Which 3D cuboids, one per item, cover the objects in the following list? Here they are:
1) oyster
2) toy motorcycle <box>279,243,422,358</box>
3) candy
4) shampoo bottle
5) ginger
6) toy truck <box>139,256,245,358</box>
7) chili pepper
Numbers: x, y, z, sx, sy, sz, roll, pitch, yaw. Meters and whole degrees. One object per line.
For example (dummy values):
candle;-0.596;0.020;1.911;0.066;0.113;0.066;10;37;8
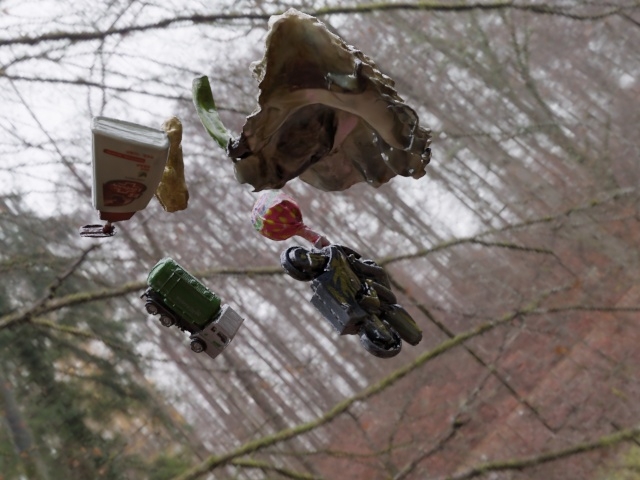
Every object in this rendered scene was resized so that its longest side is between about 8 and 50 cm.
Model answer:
oyster;0.006;-0.132;0.934;0.237;0.115;0.351;-9;-26;12
toy motorcycle;0.045;0.064;0.995;0.124;0.193;0.061;-25;-30;-47
candy;0.000;0.000;1.976;0.124;0.365;0.124;-60;-1;-1
shampoo bottle;-0.395;-0.105;1.572;0.153;0.071;0.284;9;-49;-22
ginger;-0.331;-0.160;1.740;0.081;0.115;0.206;5;-95;-46
toy truck;-0.289;0.147;1.824;0.125;0.242;0.101;-43;10;34
chili pepper;-0.230;-0.262;1.717;0.052;0.202;0.050;-18;-25;-22
